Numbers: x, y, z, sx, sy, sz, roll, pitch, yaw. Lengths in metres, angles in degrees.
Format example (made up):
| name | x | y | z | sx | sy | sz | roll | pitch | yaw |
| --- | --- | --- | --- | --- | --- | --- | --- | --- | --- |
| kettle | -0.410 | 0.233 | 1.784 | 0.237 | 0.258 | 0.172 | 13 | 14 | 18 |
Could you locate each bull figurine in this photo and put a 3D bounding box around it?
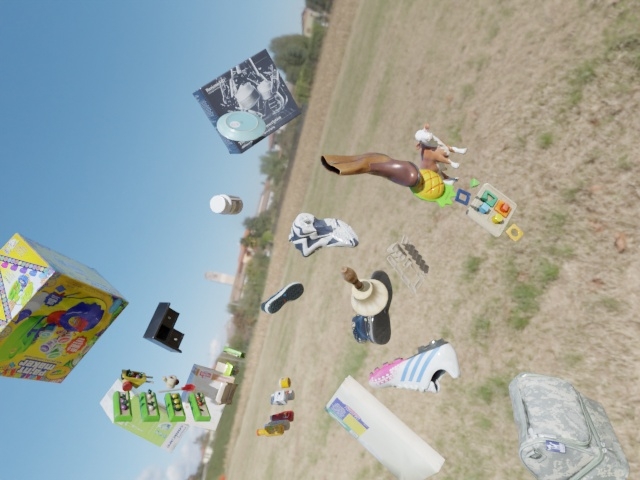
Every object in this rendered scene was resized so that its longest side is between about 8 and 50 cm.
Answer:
| name | x | y | z | sx | sy | sz | roll | pitch | yaw |
| --- | --- | --- | --- | --- | --- | --- | --- | --- | --- |
| bull figurine | 0.453 | -0.317 | 1.795 | 0.101 | 0.188 | 0.310 | -56 | -20 | -18 |

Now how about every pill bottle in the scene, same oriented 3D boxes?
| name | x | y | z | sx | sy | sz | roll | pitch | yaw |
| --- | --- | --- | --- | --- | --- | --- | --- | --- | --- |
| pill bottle | -0.365 | -0.139 | 1.797 | 0.137 | 0.078 | 0.078 | -7 | -68 | -71 |

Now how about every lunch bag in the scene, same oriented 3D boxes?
| name | x | y | z | sx | sy | sz | roll | pitch | yaw |
| --- | --- | --- | --- | --- | --- | --- | --- | --- | --- |
| lunch bag | 0.670 | 0.545 | 1.317 | 0.213 | 0.255 | 0.305 | -60 | 0 | 28 |

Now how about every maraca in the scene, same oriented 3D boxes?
| name | x | y | z | sx | sy | sz | roll | pitch | yaw |
| --- | --- | --- | --- | --- | --- | --- | --- | --- | --- |
| maraca | 0.407 | -0.193 | 1.693 | 0.127 | 0.185 | 0.099 | -59 | -5 | -22 |

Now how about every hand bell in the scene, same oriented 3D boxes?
| name | x | y | z | sx | sy | sz | roll | pitch | yaw |
| --- | --- | --- | --- | --- | --- | --- | --- | --- | --- |
| hand bell | 0.110 | 0.131 | 1.399 | 0.242 | 0.126 | 0.126 | 48 | -133 | -53 |

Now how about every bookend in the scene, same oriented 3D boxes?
| name | x | y | z | sx | sy | sz | roll | pitch | yaw |
| --- | --- | --- | --- | --- | --- | --- | --- | --- | --- |
| bookend | -0.614 | 0.357 | 1.889 | 0.157 | 0.072 | 0.156 | 47 | -130 | -42 |

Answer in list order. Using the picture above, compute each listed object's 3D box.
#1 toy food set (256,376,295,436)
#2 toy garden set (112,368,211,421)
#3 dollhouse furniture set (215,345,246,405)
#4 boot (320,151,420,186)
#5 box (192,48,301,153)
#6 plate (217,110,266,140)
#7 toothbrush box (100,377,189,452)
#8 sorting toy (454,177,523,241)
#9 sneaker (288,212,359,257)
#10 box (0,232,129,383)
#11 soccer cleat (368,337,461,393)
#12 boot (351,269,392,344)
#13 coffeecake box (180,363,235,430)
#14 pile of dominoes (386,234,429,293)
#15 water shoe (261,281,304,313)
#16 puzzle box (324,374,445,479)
| name | x | y | z | sx | sy | sz | roll | pitch | yaw |
| --- | --- | --- | --- | --- | --- | --- | --- | --- | --- |
| toy food set | -0.170 | 0.655 | 1.796 | 0.232 | 0.104 | 0.111 | -87 | -24 | -44 |
| toy garden set | -0.438 | 0.418 | 1.277 | 0.203 | 0.244 | 0.049 | 33 | 109 | 60 |
| dollhouse furniture set | -0.265 | 0.380 | 1.298 | 0.076 | 0.058 | 0.152 | 47 | -123 | -65 |
| boot | 0.177 | -0.256 | 1.628 | 0.264 | 0.280 | 0.096 | 45 | 130 | 42 |
| box | -0.320 | -0.600 | 2.024 | 0.343 | 0.313 | 0.179 | -38 | 23 | -15 |
| plate | -0.305 | -0.451 | 1.787 | 0.024 | 0.188 | 0.188 | 103 | 177 | -50 |
| toothbrush box | -0.685 | 0.679 | 1.804 | 0.206 | 0.283 | 0.122 | 7 | 56 | 53 |
| sorting toy | 0.763 | -0.139 | 2.040 | 0.196 | 0.347 | 0.047 | -52 | -3 | -21 |
| sneaker | 0.000 | 0.000 | 1.566 | 0.153 | 0.234 | 0.094 | -49 | 38 | 48 |
| box | -0.708 | 0.182 | 1.167 | 0.279 | 0.177 | 0.290 | -52 | -23 | -9 |
| soccer cleat | 0.290 | 0.431 | 1.461 | 0.331 | 0.116 | 0.143 | -38 | 63 | 33 |
| boot | 0.266 | 0.365 | 2.434 | 0.284 | 0.138 | 0.378 | 136 | 134 | -66 |
| coffeecake box | -0.398 | 0.537 | 1.591 | 0.068 | 0.142 | 0.186 | -1 | 66 | 61 |
| pile of dominoes | 0.439 | 0.119 | 2.340 | 0.196 | 0.251 | 0.040 | -44 | 11 | -33 |
| water shoe | -0.160 | 0.229 | 1.912 | 0.080 | 0.203 | 0.073 | 1 | 116 | 51 |
| puzzle box | 0.206 | 0.672 | 1.623 | 0.052 | 0.409 | 0.272 | -40 | -18 | -35 |
